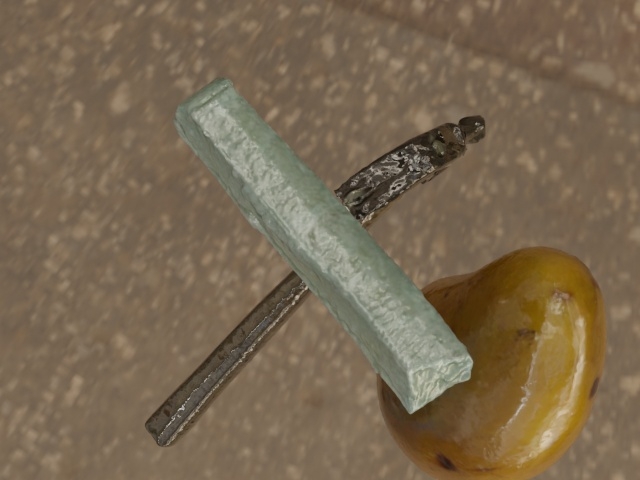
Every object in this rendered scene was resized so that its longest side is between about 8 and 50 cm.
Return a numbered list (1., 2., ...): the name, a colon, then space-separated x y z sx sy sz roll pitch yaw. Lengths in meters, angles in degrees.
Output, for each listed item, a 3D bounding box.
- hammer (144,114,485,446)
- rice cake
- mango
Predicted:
1. hammer: -0.015 0.032 1.093 0.027 0.125 0.297 51 125 10
2. rice cake: 0.000 0.001 0.786 0.171 0.033 0.029 49 155 10
3. mango: 0.090 0.070 0.958 0.090 0.178 0.115 -2 79 -27
